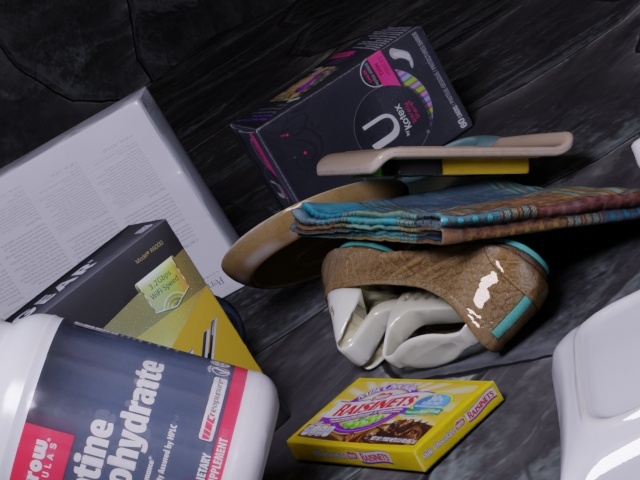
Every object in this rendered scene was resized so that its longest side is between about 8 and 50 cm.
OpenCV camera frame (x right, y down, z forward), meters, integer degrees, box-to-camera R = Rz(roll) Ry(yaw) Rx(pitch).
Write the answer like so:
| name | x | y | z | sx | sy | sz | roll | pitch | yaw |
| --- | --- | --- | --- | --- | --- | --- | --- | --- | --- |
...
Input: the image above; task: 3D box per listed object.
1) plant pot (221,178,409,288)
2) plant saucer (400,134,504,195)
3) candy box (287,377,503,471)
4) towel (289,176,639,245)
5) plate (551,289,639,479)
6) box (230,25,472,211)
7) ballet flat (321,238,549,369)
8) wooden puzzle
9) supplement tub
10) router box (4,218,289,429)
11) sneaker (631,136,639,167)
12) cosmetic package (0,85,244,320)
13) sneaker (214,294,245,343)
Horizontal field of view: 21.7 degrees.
| name | x | y | z | sx | sy | sz | roll | pitch | yaw |
| --- | --- | --- | --- | --- | --- | --- | --- | --- | --- |
| plant pot | 0.000 | 0.000 | 1.932 | 0.236 | 0.032 | 0.236 | -22 | -17 | -7 |
| plant saucer | 0.158 | -0.085 | 2.074 | 0.195 | 0.037 | 0.195 | -30 | 15 | 9 |
| candy box | 0.063 | 0.161 | 1.490 | 0.105 | 0.027 | 0.206 | -36 | 16 | -30 |
| towel | 0.157 | -0.033 | 1.693 | 0.271 | 0.040 | 0.370 | -8 | 5 | -22 |
| plate | 0.296 | 0.077 | 1.278 | 0.277 | 0.045 | 0.278 | -26 | 16 | 15 |
| box | 0.041 | -0.158 | 2.280 | 0.270 | 0.165 | 0.143 | -34 | 16 | -11 |
| ballet flat | 0.085 | 0.069 | 1.635 | 0.342 | 0.116 | 0.124 | -1 | 53 | 55 |
| wooden puzzle | 0.136 | -0.089 | 1.878 | 0.238 | 0.044 | 0.221 | -6 | 3 | -17 |
| supplement tub | -0.185 | 0.171 | 1.395 | 0.191 | 0.272 | 0.191 | -165 | 90 | -87 |
| router box | -0.210 | 0.164 | 1.594 | 0.309 | 0.243 | 0.081 | -41 | 18 | -30 |
| sneaker | 0.352 | -0.046 | 1.495 | 0.106 | 0.123 | 0.290 | -28 | -7 | 24 |
| cosmetic package | -0.319 | 0.014 | 2.199 | 0.377 | 0.284 | 0.097 | -28 | 14 | 9 |
| sneaker | -0.221 | 0.174 | 1.845 | 0.322 | 0.130 | 0.236 | -35 | 5 | 2 |
